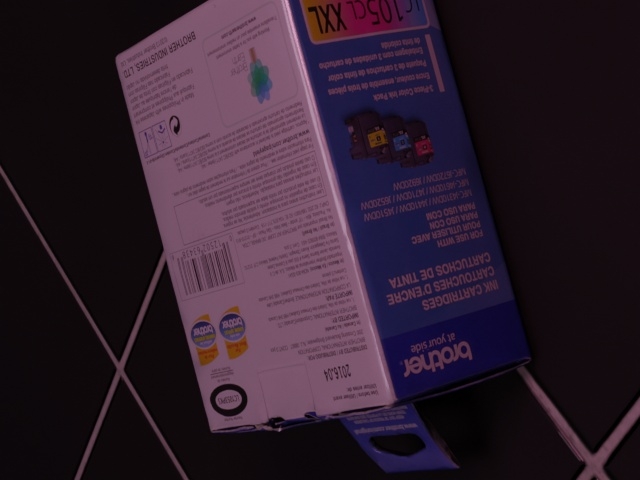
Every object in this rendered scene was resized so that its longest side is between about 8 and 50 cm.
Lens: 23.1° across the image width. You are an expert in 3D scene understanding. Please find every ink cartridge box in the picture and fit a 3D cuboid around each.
[{"bbox_3d":[0.000,0.000,1.235,0.270,0.151,0.395,-17,85,55],"label":"ink cartridge box"}]
